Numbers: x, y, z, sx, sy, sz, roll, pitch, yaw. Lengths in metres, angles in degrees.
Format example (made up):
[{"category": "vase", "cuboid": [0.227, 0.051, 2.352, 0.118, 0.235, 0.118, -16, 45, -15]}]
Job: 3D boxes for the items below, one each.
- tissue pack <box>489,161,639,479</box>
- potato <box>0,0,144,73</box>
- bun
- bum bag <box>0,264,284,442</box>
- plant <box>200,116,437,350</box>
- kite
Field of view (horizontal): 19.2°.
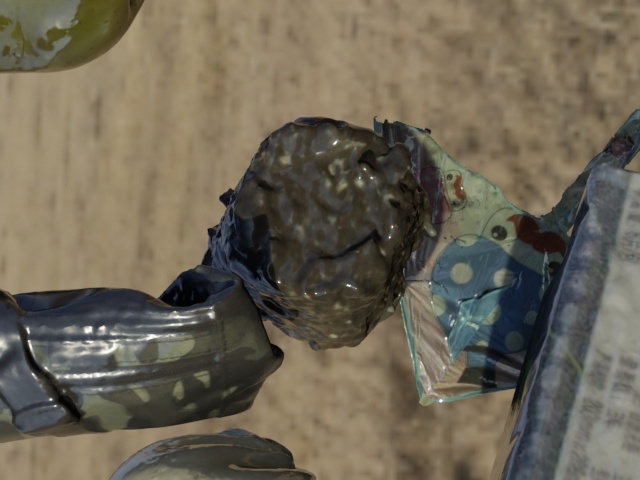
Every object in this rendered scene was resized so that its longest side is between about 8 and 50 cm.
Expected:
[{"category": "tissue pack", "cuboid": [0.166, 0.188, 1.248, 0.288, 0.124, 0.394, 93, -165, -57]}, {"category": "potato", "cuboid": [-0.279, -0.225, 1.508, 0.140, 0.300, 0.173, 36, -105, -73]}, {"category": "bun", "cuboid": [-0.056, 0.181, 1.200, 0.173, 0.173, 0.120, 134, 158, -71]}, {"category": "bum bag", "cuboid": [-0.191, 0.074, 1.138, 0.144, 0.340, 0.095, 81, -171, -53]}, {"category": "plant", "cuboid": [0.000, 0.000, 1.220, 0.203, 0.142, 0.131, 122, 172, -72]}, {"category": "kite", "cuboid": [0.171, 0.007, 1.522, 0.314, 0.335, 0.011, -53, 11, 7]}]
